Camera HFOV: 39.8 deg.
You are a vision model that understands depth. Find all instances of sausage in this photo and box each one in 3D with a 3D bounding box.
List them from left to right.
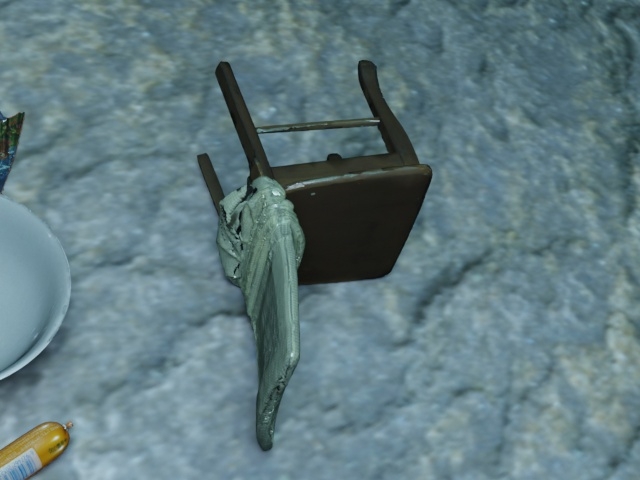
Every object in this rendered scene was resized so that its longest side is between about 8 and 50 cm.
[{"bbox_3d":[-0.225,0.165,0.642,0.031,0.031,0.107,45,51,17],"label":"sausage"}]

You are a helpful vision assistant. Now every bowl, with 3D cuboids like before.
[{"bbox_3d":[-0.290,0.053,0.670,0.189,0.086,0.189,11,49,-12],"label":"bowl"}]

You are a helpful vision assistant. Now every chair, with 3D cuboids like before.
[{"bbox_3d":[0.000,0.000,0.769,0.186,0.160,0.319,-4,53,-20],"label":"chair"}]

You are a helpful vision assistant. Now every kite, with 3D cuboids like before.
[{"bbox_3d":[-0.344,-0.080,0.804,0.183,0.010,0.160,-31,68,-35],"label":"kite"}]
